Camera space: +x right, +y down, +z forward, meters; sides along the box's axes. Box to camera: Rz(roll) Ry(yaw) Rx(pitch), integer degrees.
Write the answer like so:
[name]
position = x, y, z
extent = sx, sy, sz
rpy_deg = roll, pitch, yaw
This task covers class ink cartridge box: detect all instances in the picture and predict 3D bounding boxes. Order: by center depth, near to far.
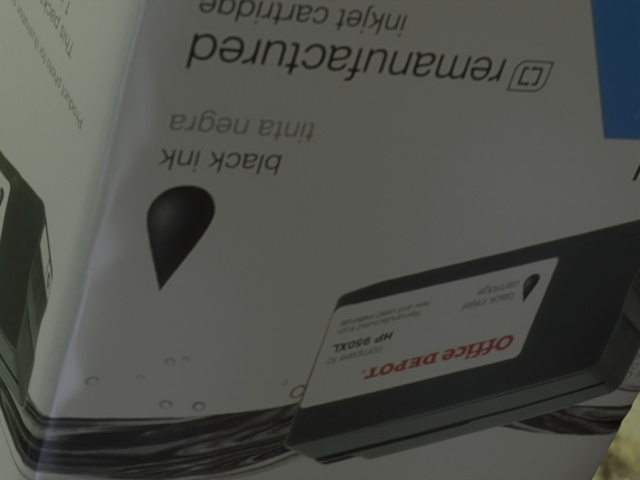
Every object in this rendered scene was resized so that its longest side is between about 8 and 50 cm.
[ink cartridge box]
position = 0.000, 0.000, 0.594
extent = 0.285, 0.395, 0.166
rpy_deg = -1, -143, -29
